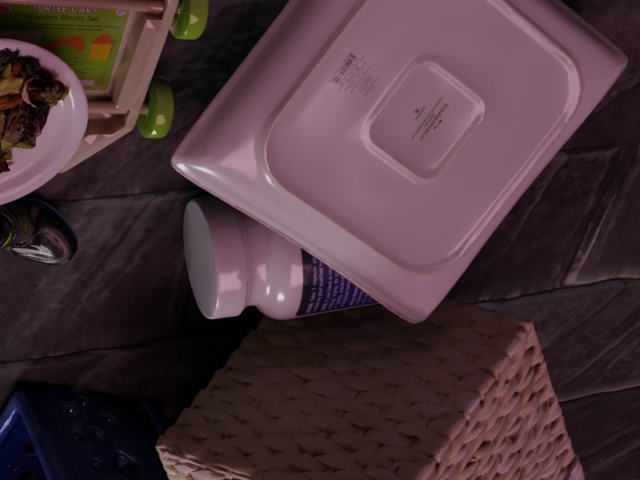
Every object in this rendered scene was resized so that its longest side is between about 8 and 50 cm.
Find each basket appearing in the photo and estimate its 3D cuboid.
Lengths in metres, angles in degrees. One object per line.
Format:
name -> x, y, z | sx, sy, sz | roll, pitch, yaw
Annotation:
basket -> 0.059, 0.246, 1.699 | 0.328, 0.331, 0.266 | -50, 137, -34

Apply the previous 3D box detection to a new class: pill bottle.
pill bottle -> 0.000, 0.000, 1.637 | 0.264, 0.153, 0.153 | -9, 140, -20

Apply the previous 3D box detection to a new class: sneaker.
sneaker -> -0.309, -0.012, 1.516 | 0.067, 0.078, 0.188 | -39, 141, 18

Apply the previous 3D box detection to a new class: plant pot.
plant pot -> -0.263, 0.322, 1.815 | 0.212, 0.236, 0.236 | 3, 134, -39

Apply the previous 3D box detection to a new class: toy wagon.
toy wagon -> -0.232, -0.194, 1.355 | 0.267, 0.068, 0.344 | -1, 135, -28

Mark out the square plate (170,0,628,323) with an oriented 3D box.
square plate -> 0.090, -0.119, 1.499 | 0.344, 0.049, 0.347 | 33, 98, -33

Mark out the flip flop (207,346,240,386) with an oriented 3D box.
flip flop -> -0.113, 0.233, 1.903 | 0.080, 0.112, 0.277 | -5, 135, -46

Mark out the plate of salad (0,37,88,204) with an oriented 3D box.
plate of salad -> -0.293, -0.089, 1.348 | 0.200, 0.048, 0.200 | -14, 140, -12
